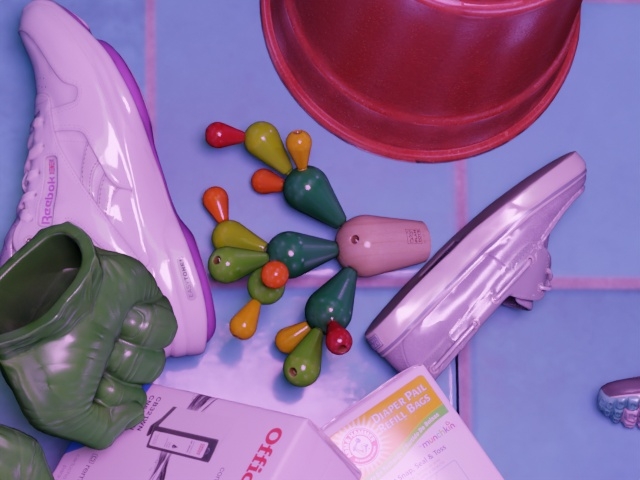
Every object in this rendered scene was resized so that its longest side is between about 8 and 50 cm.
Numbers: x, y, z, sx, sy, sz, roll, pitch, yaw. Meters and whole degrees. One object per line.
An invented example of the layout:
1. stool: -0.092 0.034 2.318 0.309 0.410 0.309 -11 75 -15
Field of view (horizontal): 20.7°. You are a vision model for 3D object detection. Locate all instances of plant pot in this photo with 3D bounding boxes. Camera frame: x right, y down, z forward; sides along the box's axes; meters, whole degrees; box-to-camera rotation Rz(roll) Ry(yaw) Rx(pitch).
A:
1. plant pot: 0.096 -0.223 1.335 0.272 0.265 0.272 1 78 -5

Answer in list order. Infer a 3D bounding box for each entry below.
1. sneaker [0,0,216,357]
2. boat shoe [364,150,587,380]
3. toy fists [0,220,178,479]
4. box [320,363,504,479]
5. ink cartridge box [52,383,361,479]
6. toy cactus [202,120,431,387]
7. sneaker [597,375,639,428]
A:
1. sneaker: -0.191 -0.040 1.342 0.152 0.114 0.305 -19 81 -10
2. boat shoe: 0.139 0.026 1.389 0.227 0.079 0.081 -43 94 -8
3. toy fists: -0.209 0.127 1.223 0.096 0.142 0.279 27 73 38
4. box: 0.084 0.208 1.318 0.103 0.114 0.203 -33 83 -12
5. ink cartridge box: -0.094 0.190 1.251 0.086 0.203 0.148 51 58 -39
6. toy cactus: 0.000 0.000 1.366 0.181 0.112 0.219 -5 62 -21
7. sneaker: 0.297 0.103 1.400 0.167 0.065 0.076 -8 63 -11
